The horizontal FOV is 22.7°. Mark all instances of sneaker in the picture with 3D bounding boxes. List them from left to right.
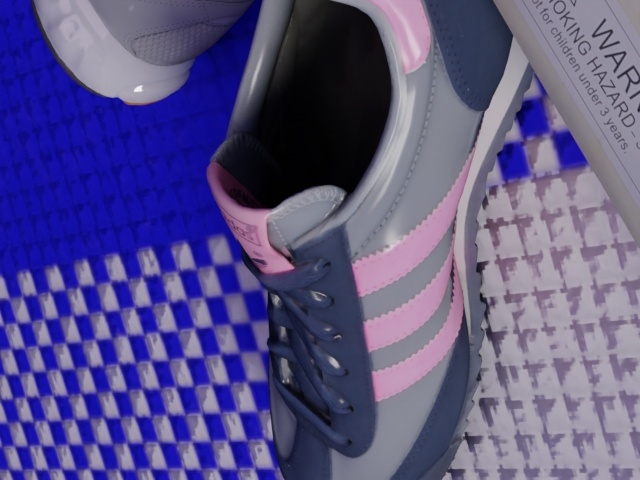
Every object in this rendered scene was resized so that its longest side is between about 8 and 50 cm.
[{"bbox_3d":[-0.103,-0.201,0.720,0.121,0.099,0.262,-30,91,41],"label":"sneaker"},{"bbox_3d":[0.000,0.000,0.651,0.112,0.131,0.319,29,125,36],"label":"sneaker"}]

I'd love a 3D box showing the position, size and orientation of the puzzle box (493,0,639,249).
[{"bbox_3d":[0.153,-0.115,0.457,0.409,0.052,0.272,60,146,3],"label":"puzzle box"}]
